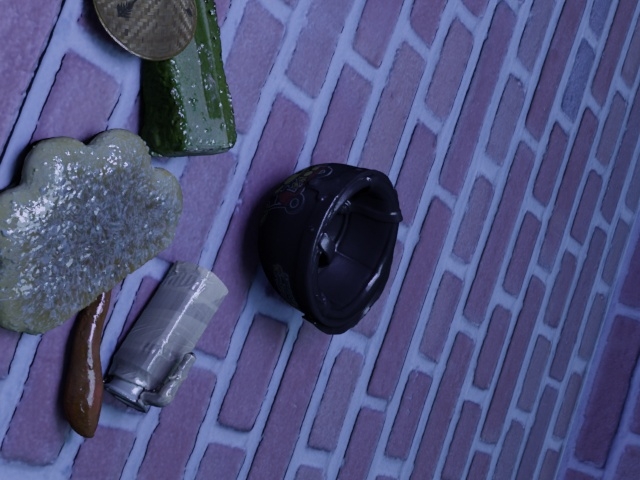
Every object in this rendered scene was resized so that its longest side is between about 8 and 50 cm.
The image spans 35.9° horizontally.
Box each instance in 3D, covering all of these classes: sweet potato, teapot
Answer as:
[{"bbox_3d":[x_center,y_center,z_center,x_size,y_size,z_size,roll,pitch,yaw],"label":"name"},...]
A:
[{"bbox_3d":[-0.288,0.139,1.233,0.050,0.050,0.214,8,89,-52],"label":"sweet potato"},{"bbox_3d":[-0.194,0.132,1.298,0.200,0.107,0.077,-59,142,-20],"label":"teapot"}]

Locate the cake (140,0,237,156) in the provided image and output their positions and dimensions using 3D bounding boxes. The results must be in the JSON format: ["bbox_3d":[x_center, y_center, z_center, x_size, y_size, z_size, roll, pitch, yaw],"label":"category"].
[{"bbox_3d":[-0.185,-0.219,1.262,0.100,0.099,0.235,-6,85,-49],"label":"cake"}]

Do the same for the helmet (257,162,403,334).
[{"bbox_3d":[0.000,0.000,1.462,0.230,0.160,0.278,-51,150,-29],"label":"helmet"}]

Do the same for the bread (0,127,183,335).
[{"bbox_3d":[-0.286,-0.027,1.160,0.286,0.056,0.207,-43,131,-29],"label":"bread"}]

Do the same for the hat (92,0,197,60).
[{"bbox_3d":[-0.189,-0.291,1.163,0.146,0.067,0.146,10,74,-39],"label":"hat"}]
